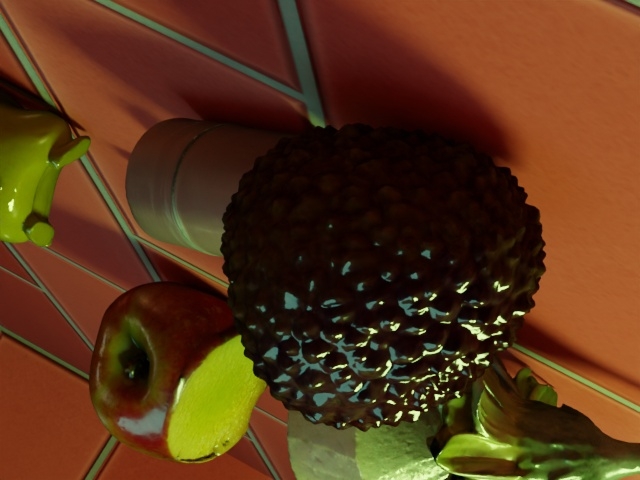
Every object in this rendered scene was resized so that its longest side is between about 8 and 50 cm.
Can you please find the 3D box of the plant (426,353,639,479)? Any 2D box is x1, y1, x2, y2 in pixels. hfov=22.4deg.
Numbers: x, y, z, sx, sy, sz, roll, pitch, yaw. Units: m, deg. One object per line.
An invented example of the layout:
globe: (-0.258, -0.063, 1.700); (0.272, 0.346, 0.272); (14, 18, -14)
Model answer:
plant: (0.221, 0.249, 1.614); (0.297, 0.261, 0.306); (25, 175, 23)

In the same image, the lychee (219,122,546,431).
lychee: (0.056, 0.020, 1.277); (0.271, 0.271, 0.271); (29, 165, 9)

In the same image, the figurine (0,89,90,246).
figurine: (-0.438, -0.108, 1.888); (0.327, 0.218, 0.169); (28, -171, 28)

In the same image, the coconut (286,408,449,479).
coconut: (0.098, 0.218, 1.817); (0.239, 0.239, 0.244); (39, 161, -27)

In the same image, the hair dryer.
hair dryer: (0.000, 0.000, 1.575); (0.352, 0.125, 0.210); (31, 167, -40)

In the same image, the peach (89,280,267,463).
peach: (-0.192, 0.179, 2.290); (0.275, 0.249, 0.245); (30, -153, -54)
